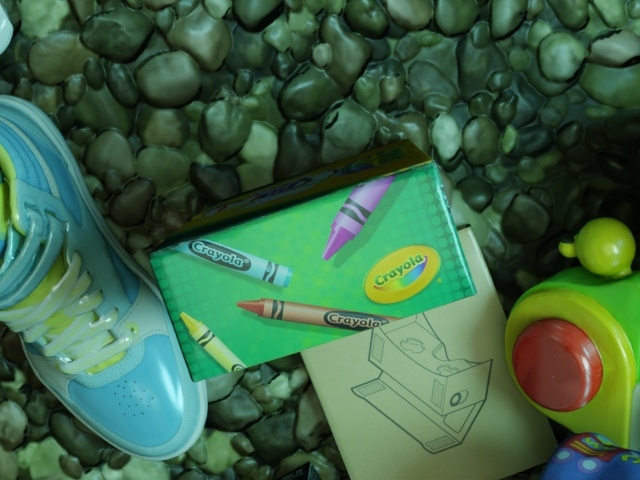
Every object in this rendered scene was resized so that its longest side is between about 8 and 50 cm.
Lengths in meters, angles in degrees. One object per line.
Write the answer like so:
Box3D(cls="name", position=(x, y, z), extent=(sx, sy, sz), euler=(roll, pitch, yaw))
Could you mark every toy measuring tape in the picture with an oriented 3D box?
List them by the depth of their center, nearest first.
Box3D(cls="toy measuring tape", position=(0.199, 0.136, 0.806), extent=(0.121, 0.121, 0.330), euler=(-3, 111, 3))

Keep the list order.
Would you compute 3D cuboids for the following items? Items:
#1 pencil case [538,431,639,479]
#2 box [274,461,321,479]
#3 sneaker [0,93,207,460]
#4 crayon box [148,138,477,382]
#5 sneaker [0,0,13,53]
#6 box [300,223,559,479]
Box3D(cls="pencil case", position=(0.272, 0.190, 0.620), extent=(0.306, 0.133, 0.119), euler=(1, 83, 42))
Box3D(cls="box", position=(-0.029, 0.296, 0.838), extent=(0.147, 0.077, 0.180), euler=(-28, 95, 5))
Box3D(cls="sneaker", position=(-0.198, 0.044, 0.748), extent=(0.127, 0.208, 0.319), euler=(-33, 95, 4))
Box3D(cls="crayon box", position=(0.000, 0.000, 0.699), extent=(0.165, 0.278, 0.081), euler=(-18, 97, 4))
Box3D(cls="sneaker", position=(-0.326, -0.204, 0.789), extent=(0.215, 0.083, 0.084), euler=(30, 97, -7))
Box3D(cls="box", position=(0.079, 0.107, 0.839), extent=(0.164, 0.021, 0.201), euler=(-21, 95, 4))
